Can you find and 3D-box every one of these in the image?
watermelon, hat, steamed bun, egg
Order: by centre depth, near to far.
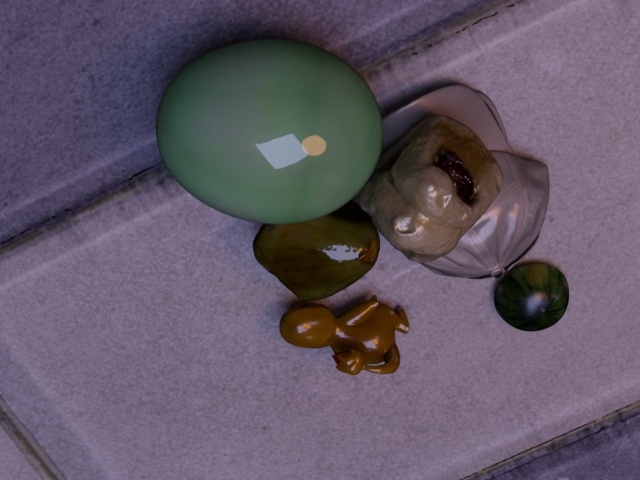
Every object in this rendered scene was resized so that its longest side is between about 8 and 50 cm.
[{"bbox_3d":[0.123,-0.050,1.576,0.141,0.155,0.172,42,109,-1],"label":"steamed bun"},{"bbox_3d":[-0.061,-0.129,1.580,0.270,0.220,0.220,1,119,8],"label":"egg"},{"bbox_3d":[0.169,-0.071,1.680,0.219,0.164,0.226,-29,135,12],"label":"hat"},{"bbox_3d":[0.292,0.085,1.813,0.106,0.062,0.105,-3,124,-5],"label":"watermelon"}]

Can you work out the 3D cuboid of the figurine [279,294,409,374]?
[{"bbox_3d":[0.030,0.135,1.788,0.176,0.122,0.121,13,120,-12],"label":"figurine"}]

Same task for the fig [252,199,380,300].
[{"bbox_3d":[0.000,0.000,1.700,0.166,0.144,0.154,0,83,31],"label":"fig"}]
